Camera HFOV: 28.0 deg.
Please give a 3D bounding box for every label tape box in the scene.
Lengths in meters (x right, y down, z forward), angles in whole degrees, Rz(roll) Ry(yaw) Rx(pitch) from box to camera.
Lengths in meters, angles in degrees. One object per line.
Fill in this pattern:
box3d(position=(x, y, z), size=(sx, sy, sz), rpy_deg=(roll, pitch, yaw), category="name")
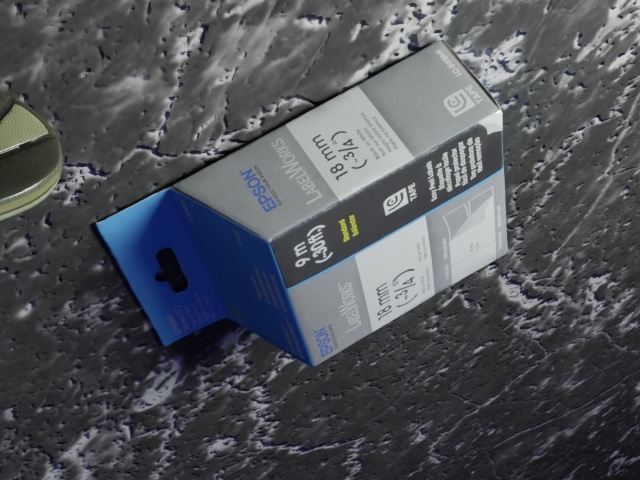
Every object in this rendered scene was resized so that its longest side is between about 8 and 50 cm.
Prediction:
box3d(position=(0.000, 0.000, 1.143), size=(0.334, 0.106, 0.240), rpy_deg=(-30, 149, -8), category="label tape box")

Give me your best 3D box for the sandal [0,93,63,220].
box3d(position=(-0.309, -0.016, 0.818), size=(0.303, 0.120, 0.086), rpy_deg=(-13, 158, -33), category="sandal")
